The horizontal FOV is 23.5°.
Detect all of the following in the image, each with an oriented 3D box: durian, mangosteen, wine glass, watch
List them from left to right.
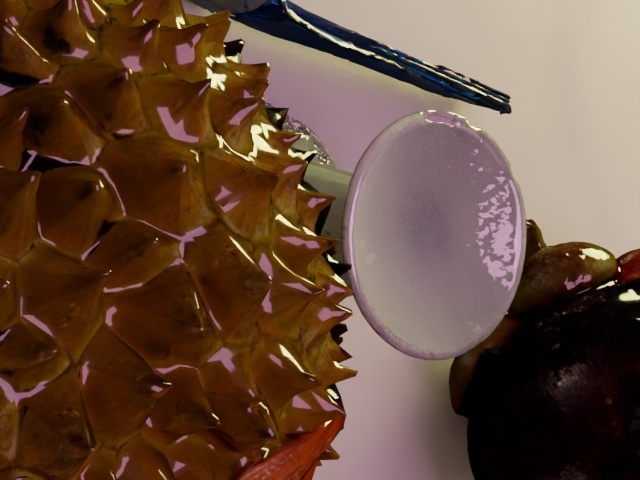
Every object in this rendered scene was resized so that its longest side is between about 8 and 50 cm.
[{"bbox_3d":[-0.155,0.031,0.642,0.347,0.348,0.384,-50,130,-27],"label":"durian"},{"bbox_3d":[0.000,0.000,0.849,0.165,0.196,0.164,-3,94,-39],"label":"wine glass"},{"bbox_3d":[0.038,-0.240,0.957,0.275,0.068,0.276,12,81,-37],"label":"watch"},{"bbox_3d":[0.182,0.092,1.010,0.211,0.211,0.250,-10,66,-38],"label":"mangosteen"}]
